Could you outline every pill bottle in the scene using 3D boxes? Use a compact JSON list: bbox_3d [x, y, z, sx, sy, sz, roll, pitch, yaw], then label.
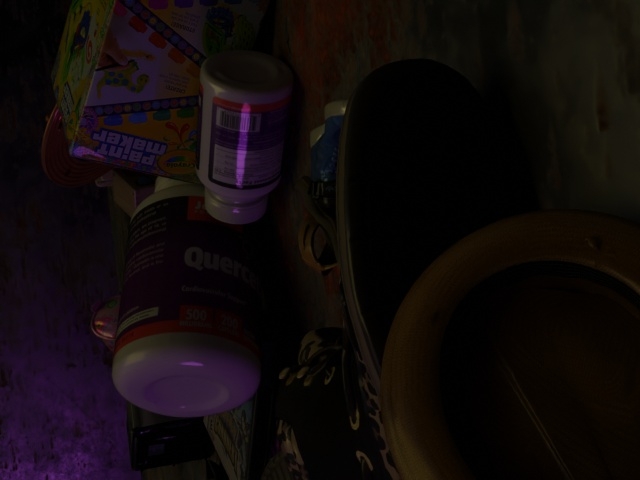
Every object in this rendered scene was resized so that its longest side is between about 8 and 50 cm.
[{"bbox_3d":[-0.094,-0.118,0.955,0.108,0.108,0.193,-118,29,-45],"label":"pill bottle"},{"bbox_3d":[-0.168,0.054,1.051,0.181,0.182,0.322,111,160,-52],"label":"pill bottle"}]

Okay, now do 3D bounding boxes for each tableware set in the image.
[{"bbox_3d":[-0.057,0.244,1.100,0.168,0.020,0.141,115,143,-56],"label":"tableware set"}]

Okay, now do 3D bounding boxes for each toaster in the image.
[{"bbox_3d":[-0.294,0.357,1.560,0.185,0.168,0.110,105,151,-47],"label":"toaster"}]

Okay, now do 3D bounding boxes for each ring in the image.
[{"bbox_3d":[-0.385,-0.242,1.451,0.032,0.336,0.336,37,145,9],"label":"ring"}]

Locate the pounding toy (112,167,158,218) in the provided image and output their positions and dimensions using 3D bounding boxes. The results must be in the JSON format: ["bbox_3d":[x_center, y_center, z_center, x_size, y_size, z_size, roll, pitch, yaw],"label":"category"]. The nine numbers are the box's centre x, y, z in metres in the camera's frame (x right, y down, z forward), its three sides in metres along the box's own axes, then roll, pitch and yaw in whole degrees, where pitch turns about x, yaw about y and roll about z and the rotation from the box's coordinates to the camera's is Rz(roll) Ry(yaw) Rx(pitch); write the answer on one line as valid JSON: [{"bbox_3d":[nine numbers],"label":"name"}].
[{"bbox_3d":[-0.332,-0.120,1.594,0.130,0.141,0.100,37,132,44],"label":"pounding toy"}]

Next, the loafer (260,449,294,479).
[{"bbox_3d":[-0.028,0.341,0.960,0.268,0.092,0.102,-64,36,29],"label":"loafer"}]

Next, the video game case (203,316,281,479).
[{"bbox_3d":[-0.123,0.218,1.187,0.275,0.035,0.248,-144,58,-66],"label":"video game case"}]

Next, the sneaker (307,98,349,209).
[{"bbox_3d":[0.024,-0.072,0.717,0.152,0.058,0.084,155,112,-73],"label":"sneaker"}]

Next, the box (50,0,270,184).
[{"bbox_3d":[-0.225,-0.273,1.053,0.279,0.177,0.290,-65,32,22],"label":"box"}]

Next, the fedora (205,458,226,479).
[{"bbox_3d":[-0.236,0.584,1.474,0.334,0.153,0.334,172,90,-74],"label":"fedora"}]

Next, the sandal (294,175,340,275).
[{"bbox_3d":[0.000,0.000,0.791,0.072,0.049,0.180,64,178,-40],"label":"sandal"}]

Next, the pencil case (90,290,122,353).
[{"bbox_3d":[-0.428,0.227,1.834,0.284,0.124,0.124,74,177,-58],"label":"pencil case"}]

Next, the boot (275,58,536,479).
[{"bbox_3d":[0.049,0.083,0.608,0.284,0.138,0.377,159,98,-69],"label":"boot"}]

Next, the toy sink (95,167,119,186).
[{"bbox_3d":[-0.421,-0.189,1.753,0.234,0.153,0.131,-173,76,-68],"label":"toy sink"}]

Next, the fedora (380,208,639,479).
[{"bbox_3d":[0.127,0.082,0.415,0.079,0.194,0.194,44,-156,-59],"label":"fedora"}]
